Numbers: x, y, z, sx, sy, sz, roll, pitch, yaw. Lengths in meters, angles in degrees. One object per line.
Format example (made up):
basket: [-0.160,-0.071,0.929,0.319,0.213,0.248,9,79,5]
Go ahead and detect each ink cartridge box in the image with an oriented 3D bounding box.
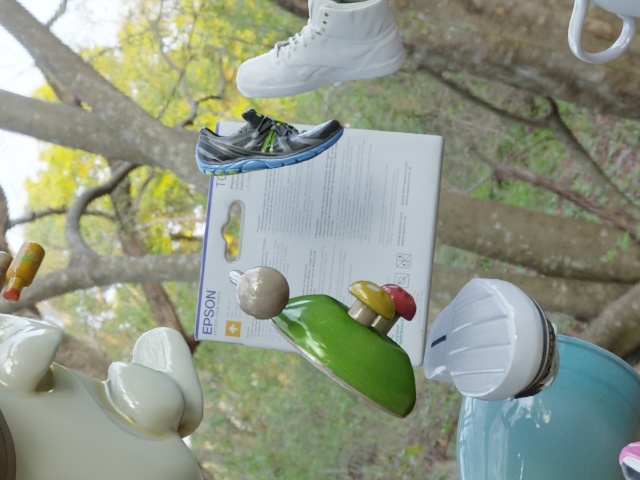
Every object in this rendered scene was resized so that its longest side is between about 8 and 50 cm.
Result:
ink cartridge box: [0.000,0.000,1.186,0.071,0.330,0.324,12,-96,-81]

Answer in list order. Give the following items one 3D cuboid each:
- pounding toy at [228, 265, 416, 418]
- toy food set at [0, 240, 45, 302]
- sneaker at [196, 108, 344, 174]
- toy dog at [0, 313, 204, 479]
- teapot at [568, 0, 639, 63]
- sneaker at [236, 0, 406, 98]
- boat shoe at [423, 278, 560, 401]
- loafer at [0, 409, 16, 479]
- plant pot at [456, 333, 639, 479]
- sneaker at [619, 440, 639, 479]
pounding toy: [0.027,0.075,0.874,0.110,0.236,0.183,-54,10,1]
toy food set: [-0.542,0.028,1.218,0.111,0.232,0.105,-53,20,36]
sneaker: [-0.064,-0.128,1.024,0.067,0.188,0.078,-72,-26,-84]
toy dog: [-0.343,0.252,0.881,0.284,0.395,0.407,-47,-41,19]
teapot: [0.466,-0.394,1.123,0.187,0.256,0.253,33,-119,-39]
sneaker: [-0.018,-0.338,1.352,0.169,0.292,0.108,68,-165,-47]
boat shoe: [0.199,0.111,0.883,0.335,0.119,0.121,116,163,-83]
loafer: [-0.201,0.088,0.433,0.148,0.056,0.050,66,-172,29]
plant pot: [0.314,0.313,1.174,0.272,0.271,0.255,100,-168,-51]
sneaker: [0.282,0.198,0.560,0.063,0.170,0.075,-20,-53,-58]
